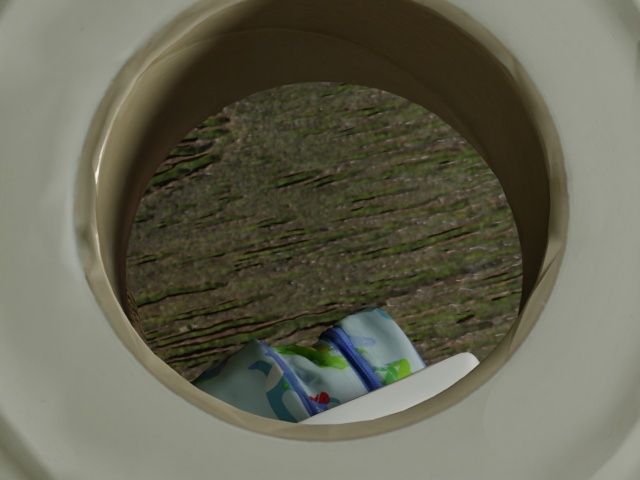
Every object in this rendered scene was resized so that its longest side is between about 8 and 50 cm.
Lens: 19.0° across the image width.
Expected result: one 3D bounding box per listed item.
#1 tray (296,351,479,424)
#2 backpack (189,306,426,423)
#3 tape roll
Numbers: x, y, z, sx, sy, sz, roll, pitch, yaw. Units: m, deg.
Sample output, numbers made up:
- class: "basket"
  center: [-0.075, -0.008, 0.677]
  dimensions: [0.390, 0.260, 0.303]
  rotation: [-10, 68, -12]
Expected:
- class: "tray"
  center: [0.005, 0.151, 0.820]
  dimensions: [0.030, 0.270, 0.145]
  rotation: [-14, -86, 48]
- class: "backpack"
  center: [0.004, 0.201, 1.048]
  dimensions: [0.355, 0.273, 0.290]
  rotation: [45, 15, -45]
- class: "tape roll"
  center: [0.000, 0.000, 0.622]
  dimensions: [0.100, 0.286, 0.286]
  rotation: [88, -15, -76]
